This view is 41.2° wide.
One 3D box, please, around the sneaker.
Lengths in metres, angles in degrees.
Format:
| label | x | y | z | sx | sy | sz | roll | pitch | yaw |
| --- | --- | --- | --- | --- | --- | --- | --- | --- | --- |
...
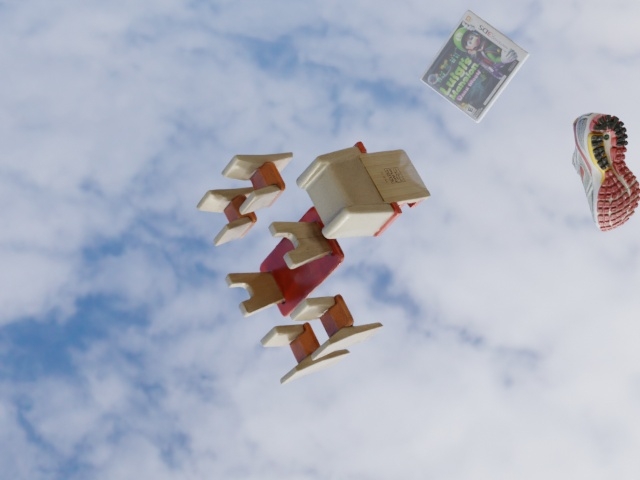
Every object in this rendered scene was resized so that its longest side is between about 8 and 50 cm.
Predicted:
| label | x | y | z | sx | sy | sz | roll | pitch | yaw |
| --- | --- | --- | --- | --- | --- | --- | --- | --- | --- |
| sneaker | 0.492 | -0.121 | 1.483 | 0.088 | 0.225 | 0.093 | -19 | -157 | -10 |

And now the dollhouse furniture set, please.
| label | x | y | z | sx | sy | sz | roll | pitch | yaw |
| --- | --- | --- | --- | --- | --- | --- | --- | --- | --- |
| dollhouse furniture set | 0.000 | 0.000 | 1.032 | 0.135 | 0.259 | 0.262 | -11 | -115 | -41 |

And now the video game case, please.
| label | x | y | z | sx | sy | sz | roll | pitch | yaw |
| --- | --- | --- | --- | --- | --- | --- | --- | --- | --- |
| video game case | 0.346 | -0.393 | 1.927 | 0.173 | 0.190 | 0.022 | 40 | -157 | 12 |
